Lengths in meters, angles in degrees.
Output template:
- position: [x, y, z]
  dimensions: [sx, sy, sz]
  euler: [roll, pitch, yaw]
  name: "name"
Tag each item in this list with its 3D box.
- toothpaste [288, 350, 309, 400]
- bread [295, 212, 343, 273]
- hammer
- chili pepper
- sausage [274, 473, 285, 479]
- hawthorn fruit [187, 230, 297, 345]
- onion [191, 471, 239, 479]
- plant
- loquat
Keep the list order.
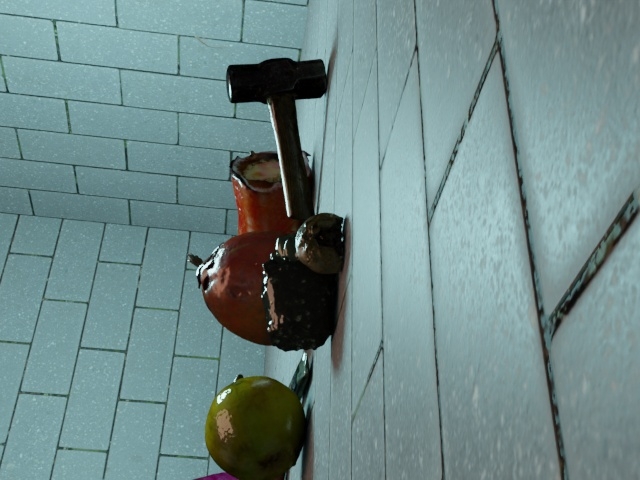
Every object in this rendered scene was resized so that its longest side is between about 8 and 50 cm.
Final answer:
- position: [-0.048, 0.310, 1.857]
  dimensions: [0.233, 0.038, 0.060]
  euler: [108, 164, -56]
  name: "toothpaste"
- position: [0.000, 0.000, 1.435]
  dimensions: [0.060, 0.082, 0.113]
  euler: [108, 164, -56]
  name: "bread"
- position: [-0.082, -0.238, 2.068]
  dimensions: [0.095, 0.242, 0.409]
  euler: [130, 131, -76]
  name: "hammer"
- position: [-0.142, -0.078, 2.298]
  dimensions: [0.251, 0.229, 0.305]
  euler: [-117, 30, -49]
  name: "chili pepper"
- position: [-0.134, 0.619, 2.179]
  dimensions: [0.094, 0.094, 0.419]
  euler: [36, 125, 49]
  name: "sausage"
- position: [-0.168, 0.094, 2.000]
  dimensions: [0.276, 0.307, 0.276]
  euler: [15, -90, -84]
  name: "hawthorn fruit"
- position: [-0.266, 0.866, 2.469]
  dimensions: [0.385, 0.347, 0.348]
  euler: [35, 129, 39]
  name: "onion"
- position: [-0.040, 0.089, 1.499]
  dimensions: [0.132, 0.129, 0.195]
  euler: [103, 168, -56]
  name: "plant"
- position: [-0.142, 0.371, 1.775]
  dimensions: [0.246, 0.213, 0.213]
  euler: [-121, 31, -45]
  name: "loquat"
